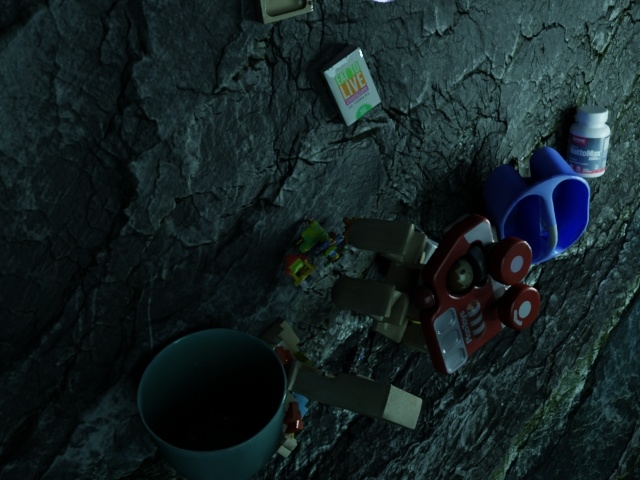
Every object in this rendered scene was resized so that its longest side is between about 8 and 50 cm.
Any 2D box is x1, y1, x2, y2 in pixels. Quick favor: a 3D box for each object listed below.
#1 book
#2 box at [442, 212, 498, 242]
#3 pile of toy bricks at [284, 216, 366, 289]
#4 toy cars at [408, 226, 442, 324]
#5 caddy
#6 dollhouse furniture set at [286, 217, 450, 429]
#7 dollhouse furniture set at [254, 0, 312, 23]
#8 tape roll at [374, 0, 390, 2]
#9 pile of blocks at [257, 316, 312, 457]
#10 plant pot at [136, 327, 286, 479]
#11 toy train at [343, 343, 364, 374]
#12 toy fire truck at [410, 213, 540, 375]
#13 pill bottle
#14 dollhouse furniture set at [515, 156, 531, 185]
[{"bbox_3d":[0.062,-0.327,1.661,0.096,0.035,0.144,-40,131,-12],"label":"book"},{"bbox_3d":[0.409,0.073,2.065,0.094,0.113,0.275,-32,126,-21],"label":"box"},{"bbox_3d":[0.000,0.000,1.733,0.212,0.118,0.105,-42,96,-1],"label":"pile of toy bricks"},{"bbox_3d":[0.292,0.121,2.002,0.176,0.087,0.393,-30,126,-17],"label":"toy cars"},{"bbox_3d":[0.556,-0.070,1.996,0.241,0.179,0.341,-23,142,1],"label":"caddy"},{"bbox_3d":[0.121,0.186,1.744,0.362,0.257,0.394,34,69,-52],"label":"dollhouse furniture set"},{"bbox_3d":[-0.058,-0.475,1.432,0.144,0.123,0.151,-24,123,-28],"label":"dollhouse furniture set"},{"bbox_3d":[0.112,-0.598,1.480,0.275,0.090,0.274,-28,133,-35],"label":"tape roll"},{"bbox_3d":[-0.066,0.360,1.826,0.149,0.113,0.362,-21,123,-29],"label":"pile of blocks"},{"bbox_3d":[-0.208,0.367,1.615,0.293,0.293,0.235,-30,141,-24],"label":"plant pot"},{"bbox_3d":[0.075,0.335,1.982,0.036,0.027,0.158,11,104,-44],"label":"toy train"},{"bbox_3d":[0.308,0.111,1.650,0.254,0.169,0.302,-35,125,-23],"label":"toy fire truck"},{"bbox_3d":[0.738,-0.274,2.160,0.108,0.108,0.180,-19,120,-31],"label":"pill bottle"},{"bbox_3d":[0.521,-0.168,2.107,0.114,0.091,0.081,70,20,-59],"label":"dollhouse furniture set"}]
